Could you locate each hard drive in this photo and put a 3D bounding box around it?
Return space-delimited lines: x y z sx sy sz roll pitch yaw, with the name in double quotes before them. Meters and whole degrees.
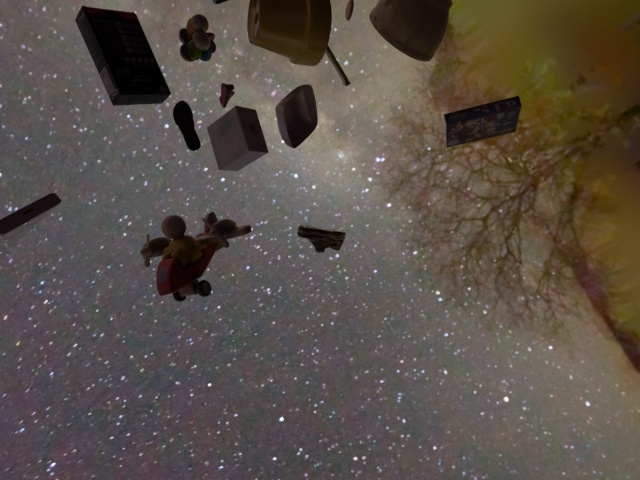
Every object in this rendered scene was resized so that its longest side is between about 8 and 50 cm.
"hard drive" -0.889 -0.014 1.243 0.040 0.307 0.203 54 -150 -16

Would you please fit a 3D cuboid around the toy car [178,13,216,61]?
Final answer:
"toy car" -0.503 -0.835 1.852 0.136 0.159 0.182 5 -106 -47

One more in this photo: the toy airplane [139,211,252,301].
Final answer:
"toy airplane" -0.473 0.004 1.635 0.384 0.386 0.273 33 157 56

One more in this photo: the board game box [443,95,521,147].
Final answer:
"board game box" 0.557 -0.408 1.536 0.165 0.243 0.042 48 -147 -65

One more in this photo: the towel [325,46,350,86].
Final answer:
"towel" 0.042 -0.718 1.745 0.237 0.021 0.102 54 -176 -22

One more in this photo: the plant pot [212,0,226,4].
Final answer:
"plant pot" -0.296 -0.988 1.532 0.196 0.290 0.290 61 -150 -24

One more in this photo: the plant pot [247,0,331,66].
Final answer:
"plant pot" -0.118 -0.747 1.524 0.238 0.254 0.254 -3 -118 -24

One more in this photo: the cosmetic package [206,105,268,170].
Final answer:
"cosmetic package" -0.395 -0.475 2.086 0.138 0.224 0.224 -8 -102 -53

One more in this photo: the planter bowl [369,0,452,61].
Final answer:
"planter bowl" 0.196 -0.463 0.897 0.161 0.109 0.162 18 -133 -21

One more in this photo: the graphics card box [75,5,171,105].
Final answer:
"graphics card box" -0.784 -0.731 1.767 0.232 0.094 0.371 -26 -88 -51

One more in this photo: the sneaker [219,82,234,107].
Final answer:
"sneaker" -0.370 -0.577 1.760 0.057 0.119 0.047 -17 -111 -28

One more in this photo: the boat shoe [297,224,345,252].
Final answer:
"boat shoe" 0.006 0.002 1.673 0.257 0.095 0.095 7 -81 -49

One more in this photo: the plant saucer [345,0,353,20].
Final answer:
"plant saucer" 0.121 -0.977 1.868 0.013 0.084 0.084 5 -126 -16

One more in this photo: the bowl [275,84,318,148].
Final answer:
"bowl" -0.070 -0.340 1.197 0.142 0.053 0.142 -52 -30 -31

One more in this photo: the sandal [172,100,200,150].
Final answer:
"sandal" -0.475 -0.407 1.565 0.040 0.067 0.179 -120 16 -55
